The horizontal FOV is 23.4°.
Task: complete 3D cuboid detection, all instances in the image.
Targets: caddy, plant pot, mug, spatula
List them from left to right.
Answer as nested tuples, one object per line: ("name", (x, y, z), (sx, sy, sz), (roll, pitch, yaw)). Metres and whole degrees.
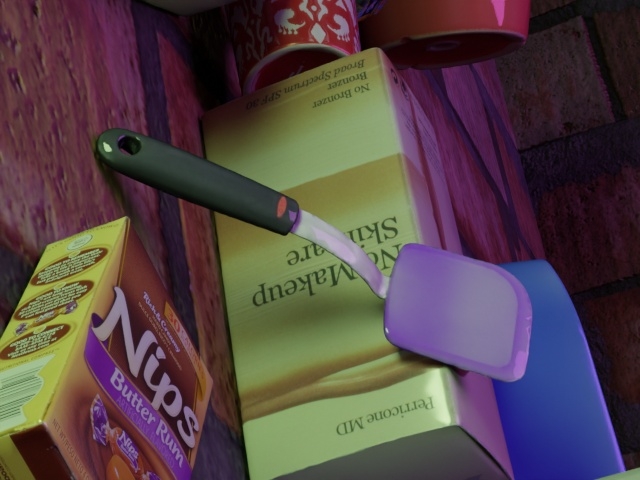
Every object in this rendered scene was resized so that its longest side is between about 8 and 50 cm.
("mug", (-0.017, -0.161, 1.198), (0.150, 0.113, 0.169), (73, 6, -48))
("spatula", (0.000, 0.000, 0.939), (0.296, 0.030, 0.084), (27, 53, -17))
("plant pot", (0.136, -0.341, 1.834), (0.275, 0.274, 0.243), (16, 67, -74))
("caddy", (0.121, 0.175, 1.247), (0.241, 0.179, 0.341), (106, -30, -73))

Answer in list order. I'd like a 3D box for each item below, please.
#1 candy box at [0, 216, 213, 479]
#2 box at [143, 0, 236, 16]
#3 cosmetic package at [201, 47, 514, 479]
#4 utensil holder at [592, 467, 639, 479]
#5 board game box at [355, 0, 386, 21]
("candy box", (-0.105, 0.080, 0.722), (0.187, 0.053, 0.109), (-84, 152, -62))
("box", (-0.109, -0.226, 1.010), (0.275, 0.094, 0.113), (4, 70, -76))
("cosmetic package", (0.021, 0.035, 1.071), (0.129, 0.153, 0.296), (48, 26, -56))
("utensil holder", (0.162, 0.286, 0.806), (0.327, 0.385, 0.328), (-17, 90, -77))
("board game box", (-0.016, -0.260, 1.343), (0.170, 0.048, 0.141), (38, 16, 1))
